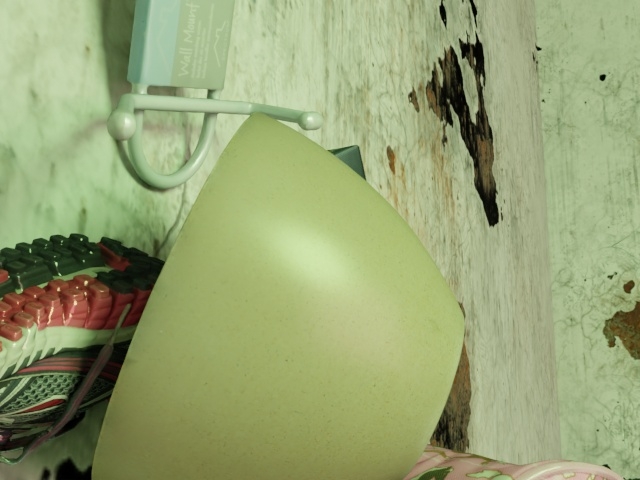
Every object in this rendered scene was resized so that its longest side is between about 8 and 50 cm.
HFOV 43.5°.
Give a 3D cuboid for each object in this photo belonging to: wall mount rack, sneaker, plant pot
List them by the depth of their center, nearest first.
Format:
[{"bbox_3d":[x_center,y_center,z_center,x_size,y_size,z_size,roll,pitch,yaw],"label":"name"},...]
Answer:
[{"bbox_3d":[-0.190,0.075,0.443,0.299,0.121,0.112,-10,118,-59],"label":"sneaker"},{"bbox_3d":[-0.010,0.076,0.574,0.284,0.191,0.284,23,90,-89],"label":"plant pot"},{"bbox_3d":[-0.085,-0.196,0.604,0.304,0.131,0.349,-16,118,-62],"label":"wall mount rack"}]

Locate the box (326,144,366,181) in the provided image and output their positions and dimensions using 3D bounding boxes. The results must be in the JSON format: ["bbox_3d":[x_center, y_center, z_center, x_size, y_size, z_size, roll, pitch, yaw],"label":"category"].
[{"bbox_3d":[0.000,0.000,0.928,0.233,0.059,0.183,-35,114,-62],"label":"box"}]

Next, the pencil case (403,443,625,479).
[{"bbox_3d":[0.080,0.232,0.661,0.167,0.386,0.160,-37,100,-24],"label":"pencil case"}]
